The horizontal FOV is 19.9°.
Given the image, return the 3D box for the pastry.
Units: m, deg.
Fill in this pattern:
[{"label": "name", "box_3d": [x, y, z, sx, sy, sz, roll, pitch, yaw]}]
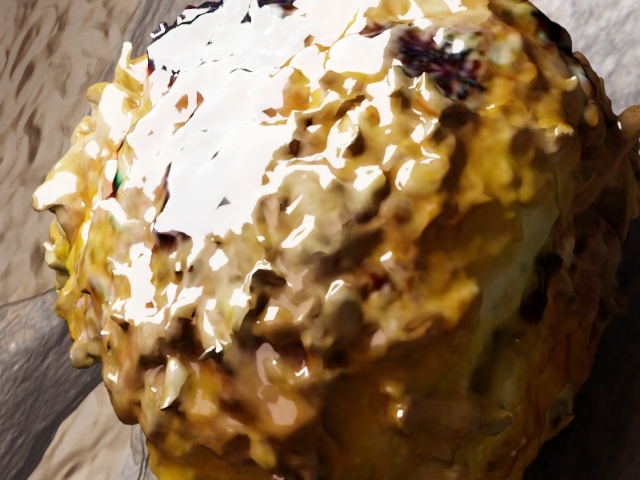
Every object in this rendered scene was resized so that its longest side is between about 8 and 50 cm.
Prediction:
[{"label": "pastry", "box_3d": [0.013, -0.007, 1.035, 0.337, 0.292, 0.405, -45, 25, 3]}]
